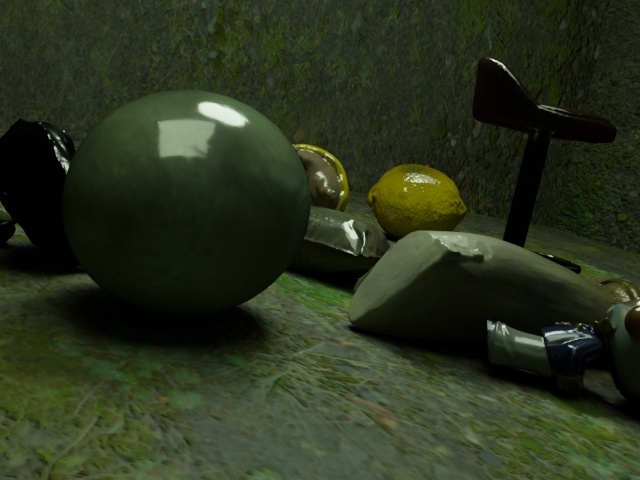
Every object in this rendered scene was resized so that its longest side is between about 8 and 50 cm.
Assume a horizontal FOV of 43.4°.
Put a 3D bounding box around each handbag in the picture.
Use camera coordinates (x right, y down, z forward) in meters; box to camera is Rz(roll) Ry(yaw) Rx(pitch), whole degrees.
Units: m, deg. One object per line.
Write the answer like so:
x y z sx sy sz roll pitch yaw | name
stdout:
0.000 0.000 1.370 0.271 0.117 0.182 15 0 29 | handbag
-0.445 -0.019 1.061 0.072 0.047 0.111 13 5 12 | handbag

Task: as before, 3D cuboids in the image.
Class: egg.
-0.143 -0.042 0.910 0.259 0.258 0.352 14 11 16 | egg

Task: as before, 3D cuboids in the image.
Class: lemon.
0.243 -0.094 2.061 0.260 0.204 0.204 10 7 16 | lemon

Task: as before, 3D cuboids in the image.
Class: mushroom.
0.247 0.071 1.052 0.408 0.154 0.137 8 26 -19 | mushroom

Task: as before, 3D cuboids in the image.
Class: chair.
0.310 -0.067 1.234 0.227 0.400 0.226 10 7 -1 | chair

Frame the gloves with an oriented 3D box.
-0.328 -0.053 1.086 0.197 0.152 0.301 55 13 27 | gloves

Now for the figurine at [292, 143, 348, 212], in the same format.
-0.051 -0.111 1.874 0.187 0.215 0.343 -33 5 21 | figurine

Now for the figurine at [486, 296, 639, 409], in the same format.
0.329 0.127 0.915 0.275 0.133 0.194 5 -15 -7 | figurine
